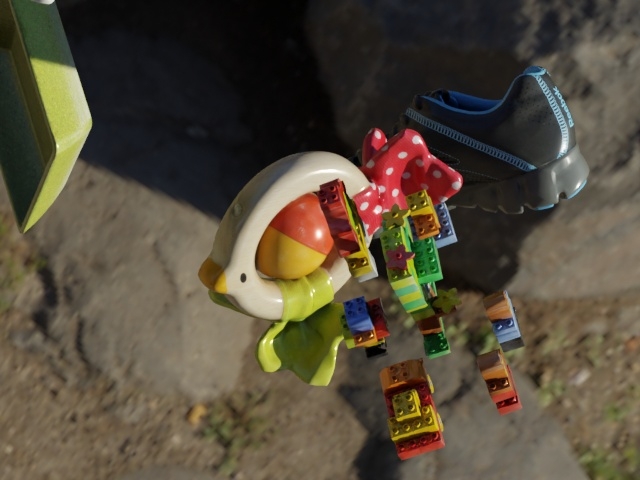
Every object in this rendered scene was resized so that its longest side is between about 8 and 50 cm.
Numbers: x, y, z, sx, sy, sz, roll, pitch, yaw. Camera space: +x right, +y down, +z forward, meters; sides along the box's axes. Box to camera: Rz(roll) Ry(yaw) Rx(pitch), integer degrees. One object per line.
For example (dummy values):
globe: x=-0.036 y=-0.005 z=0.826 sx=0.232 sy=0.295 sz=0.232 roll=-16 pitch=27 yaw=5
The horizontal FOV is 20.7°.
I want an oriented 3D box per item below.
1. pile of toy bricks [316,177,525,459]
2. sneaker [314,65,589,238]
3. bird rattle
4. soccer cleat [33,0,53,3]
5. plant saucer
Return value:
pile of toy bricks: x=0.062 y=0.030 z=1.193 sx=0.118 sy=0.105 sz=0.212 roll=-20 pitch=54 yaw=9
sneaker: x=0.103 y=-0.088 z=1.821 sx=0.125 sy=0.340 sz=0.140 roll=-51 pitch=127 yaw=-66
bird rattle: x=0.000 y=0.000 z=1.567 sx=0.207 sy=0.253 sz=0.143 roll=23 pitch=22 yaw=-51
soccer cleat: x=-0.149 y=-0.197 z=1.134 sx=0.068 sy=0.076 sz=0.196 roll=19 pitch=17 yaw=9
plant saucer: x=-0.239 y=-0.126 z=1.445 sx=0.045 sy=0.188 sz=0.188 roll=-13 pitch=75 yaw=-23
